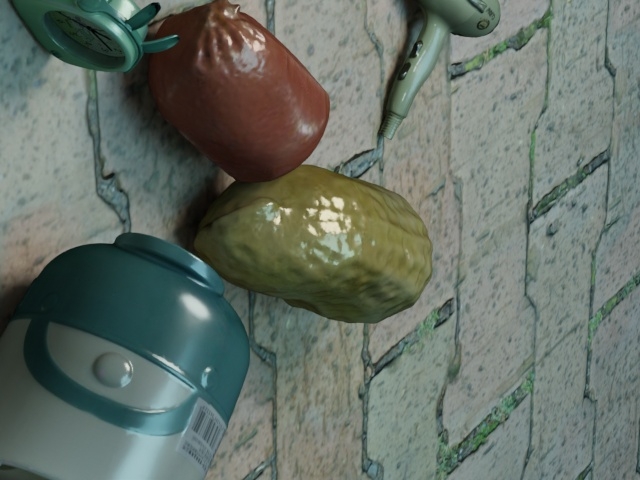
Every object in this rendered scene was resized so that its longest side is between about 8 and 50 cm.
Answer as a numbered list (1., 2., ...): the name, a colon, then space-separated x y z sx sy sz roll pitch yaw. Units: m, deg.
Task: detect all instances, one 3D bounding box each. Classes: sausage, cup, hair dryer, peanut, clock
1. sausage: -0.079 -0.141 1.800 0.254 0.148 0.148 35 72 -56
2. cup: -0.196 0.154 1.669 0.289 0.219 0.257 115 0 -68
3. hair dryer: 0.106 -0.261 2.177 0.225 0.088 0.219 -50 138 -15
4. peanut: 0.006 0.000 1.978 0.340 0.174 0.158 27 82 -64
5. clock: -0.188 -0.184 1.582 0.041 0.135 0.101 -64 151 -23
